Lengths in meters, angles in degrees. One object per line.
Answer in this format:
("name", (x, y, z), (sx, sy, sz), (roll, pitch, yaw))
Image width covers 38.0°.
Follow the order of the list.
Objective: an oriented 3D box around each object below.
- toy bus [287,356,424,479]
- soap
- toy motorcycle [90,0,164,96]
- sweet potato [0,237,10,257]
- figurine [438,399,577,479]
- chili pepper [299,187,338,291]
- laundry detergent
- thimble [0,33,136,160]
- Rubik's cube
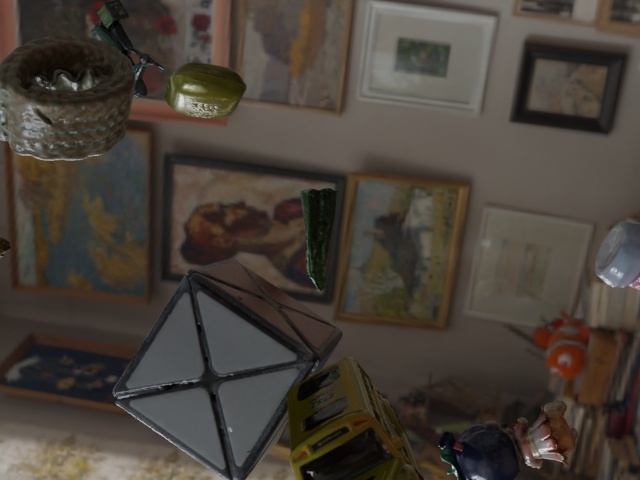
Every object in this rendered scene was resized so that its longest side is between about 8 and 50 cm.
("toy bus", (0.035, 0.267, 1.158), (0.151, 0.145, 0.331), (61, -178, -10))
("soap", (-0.137, -0.174, 1.098), (0.140, 0.089, 0.045), (160, 113, -76))
("toy motorcycle", (-0.368, -0.354, 1.751), (0.058, 0.100, 0.173), (-33, -89, -46))
("sweet potato", (-0.630, 0.091, 1.573), (0.131, 0.337, 0.131), (34, -139, -37))
("figurine", (0.264, 0.290, 1.316), (0.111, 0.195, 0.102), (66, -168, 2))
("chili pepper", (0.000, 0.000, 2.041), (0.059, 0.088, 0.226), (147, 123, -71))
("laundry detergent", (0.492, 0.075, 1.107), (0.159, 0.335, 0.087), (118, 175, -62))
("thimble", (-0.431, -0.239, 1.582), (0.229, 0.196, 0.148), (-44, -20, -44))
("Rubik's cube", (-0.141, 0.205, 1.531), (0.260, 0.255, 0.259), (-57, -8, 12))
